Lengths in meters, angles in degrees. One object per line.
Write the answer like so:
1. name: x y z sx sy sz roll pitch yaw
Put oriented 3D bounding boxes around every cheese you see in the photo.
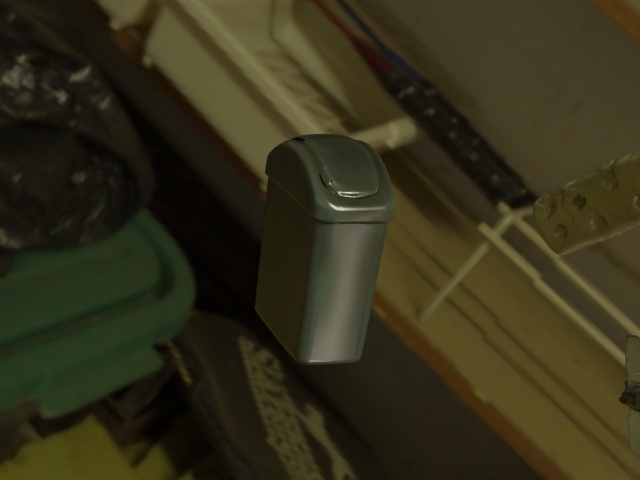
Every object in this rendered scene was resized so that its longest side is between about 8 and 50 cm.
1. cheese: 0.261 -0.038 1.124 0.043 0.194 0.065 -36 95 -34

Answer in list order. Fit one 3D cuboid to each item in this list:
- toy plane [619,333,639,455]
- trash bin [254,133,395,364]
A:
1. toy plane: 0.266 0.125 0.852 0.082 0.160 0.234 -6 10 -16
2. trash bin: 0.000 0.000 1.421 0.101 0.236 0.177 -2 23 -25
